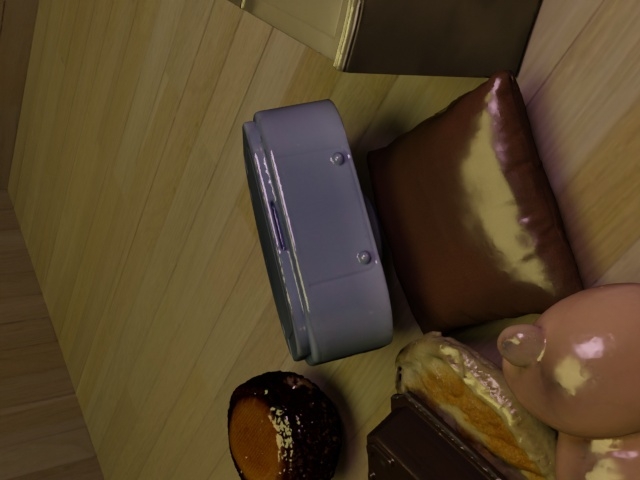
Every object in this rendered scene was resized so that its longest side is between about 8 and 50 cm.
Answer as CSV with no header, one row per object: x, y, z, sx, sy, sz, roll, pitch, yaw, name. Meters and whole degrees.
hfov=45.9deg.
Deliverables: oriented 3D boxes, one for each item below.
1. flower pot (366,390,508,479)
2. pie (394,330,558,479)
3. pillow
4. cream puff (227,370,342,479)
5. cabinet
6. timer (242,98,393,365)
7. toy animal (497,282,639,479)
0.146,0.330,0.997,0.251,0.084,0.179,39,144,44,flower pot
0.212,0.272,1.007,0.339,0.077,0.339,44,147,39,pie
0.185,-0.025,1.005,0.308,0.108,0.306,-25,79,57,pillow
-0.061,0.349,1.358,0.239,0.164,0.239,6,98,50,cream puff
0.075,-0.365,0.947,0.318,0.289,0.228,41,128,44,cabinet
0.000,0.000,1.159,0.395,0.173,0.395,166,90,-83,timer
0.306,0.171,0.785,0.229,0.210,0.221,76,176,-61,toy animal
